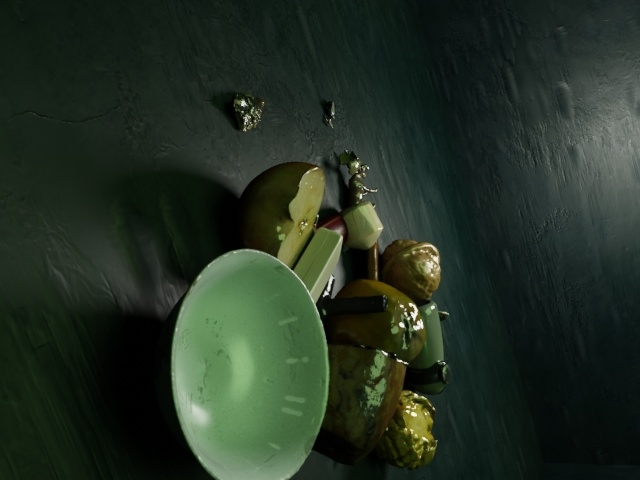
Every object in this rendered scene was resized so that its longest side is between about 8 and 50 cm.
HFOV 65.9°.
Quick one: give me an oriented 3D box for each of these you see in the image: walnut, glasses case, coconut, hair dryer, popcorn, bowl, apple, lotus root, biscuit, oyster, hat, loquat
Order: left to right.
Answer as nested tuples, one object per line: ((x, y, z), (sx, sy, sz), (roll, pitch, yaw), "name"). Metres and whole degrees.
((-0.181, 0.248, 0.965), (0.435, 0.196, 0.434), (28, 54, -49), "bowl")
((-0.187, -0.356, 1.331), (0.148, 0.051, 0.103), (-75, 148, -54), "oyster")
((-0.111, -0.063, 1.212), (0.251, 0.163, 0.292), (-25, 133, -72), "apple")
((-0.039, 0.117, 1.257), (0.131, 0.070, 0.312), (96, 20, -55), "glasses case")
((0.037, 0.372, 1.174), (0.316, 0.316, 0.249), (49, 50, -38), "lotus root")
((0.059, 0.173, 1.339), (0.089, 0.252, 0.197), (71, 25, -42), "hair dryer")
((0.130, -0.044, 1.632), (0.147, 0.147, 0.152), (-34, 101, -57), "coconut")
((0.182, 0.097, 1.716), (0.186, 0.044, 0.295), (73, 16, -63), "biscuit")
((0.163, 0.244, 1.443), (0.276, 0.284, 0.275), (3, 86, -40), "loquat")
((0.264, 0.603, 1.559), (0.250, 0.190, 0.250), (14, 73, -51), "popcorn")
((0.332, 0.104, 1.826), (0.257, 0.257, 0.224), (33, 19, -49), "walnut")
((0.474, 0.307, 2.119), (0.147, 0.085, 0.175), (52, -10, 34), "hat")

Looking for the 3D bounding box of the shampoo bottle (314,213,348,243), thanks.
((0.000, 0.000, 1.479), (0.260, 0.064, 0.102), (-34, 113, -57), "shampoo bottle")

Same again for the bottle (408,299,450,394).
((0.382, 0.402, 1.847), (0.168, 0.169, 0.346), (-19, 97, -59), "bottle")

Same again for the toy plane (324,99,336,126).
((0.037, -0.455, 1.749), (0.049, 0.031, 0.120), (53, 35, -48), "toy plane")

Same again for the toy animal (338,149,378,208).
((0.130, -0.200, 1.742), (0.186, 0.094, 0.214), (29, 63, -41), "toy animal")
